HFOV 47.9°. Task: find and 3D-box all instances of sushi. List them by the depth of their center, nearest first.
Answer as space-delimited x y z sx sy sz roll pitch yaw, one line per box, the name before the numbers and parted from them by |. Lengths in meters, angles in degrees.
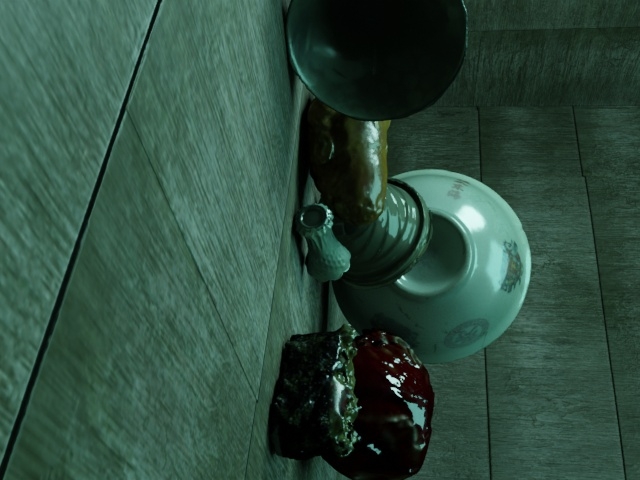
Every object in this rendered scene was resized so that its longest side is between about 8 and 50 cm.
sushi | 0.000 0.234 1.053 0.212 0.115 0.147 -77 166 -59

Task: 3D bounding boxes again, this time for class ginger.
ginger | 0.046 -0.176 1.243 0.165 0.172 0.321 -38 -148 49

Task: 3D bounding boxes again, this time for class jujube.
jujube | 0.099 0.301 1.348 0.376 0.258 0.258 -34 125 -76

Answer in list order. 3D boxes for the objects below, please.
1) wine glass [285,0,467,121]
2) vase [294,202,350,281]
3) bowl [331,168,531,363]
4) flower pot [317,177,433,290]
wine glass | 0.084 -0.401 1.178 0.406 0.267 0.267 -88 174 -54
vase | 0.000 0.000 1.177 0.149 0.081 0.081 70 22 -58
bowl | 0.220 0.039 1.484 0.196 0.434 0.435 41 50 -77
flower pot | 0.082 -0.035 1.362 0.140 0.235 0.235 39 47 -46
